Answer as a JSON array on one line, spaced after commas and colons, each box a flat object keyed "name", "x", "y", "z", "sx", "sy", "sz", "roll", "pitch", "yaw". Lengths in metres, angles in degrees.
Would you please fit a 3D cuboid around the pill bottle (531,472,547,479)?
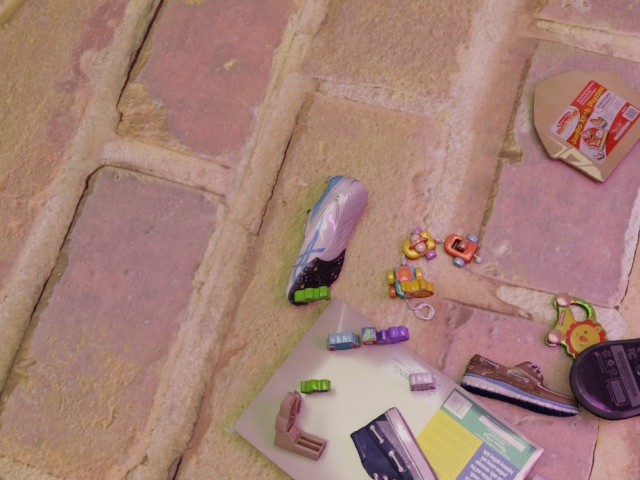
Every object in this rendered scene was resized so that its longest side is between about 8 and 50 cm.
[{"name": "pill bottle", "x": 0.357, "y": 0.397, "z": 1.416, "sx": 0.120, "sy": 0.067, "sz": 0.067, "roll": 33, "pitch": 78, "yaw": 17}]

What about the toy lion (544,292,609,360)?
[{"name": "toy lion", "x": 0.409, "y": 0.142, "z": 1.522, "sx": 0.096, "sy": 0.034, "sz": 0.100, "roll": 15, "pitch": 73, "yaw": 6}]

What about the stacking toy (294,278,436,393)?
[{"name": "stacking toy", "x": 0.072, "y": 0.152, "z": 1.500, "sx": 0.221, "sy": 0.052, "sz": 0.167, "roll": -5, "pitch": 68, "yaw": 8}]

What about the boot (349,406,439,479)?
[{"name": "boot", "x": 0.120, "y": 0.346, "z": 1.418, "sx": 0.086, "sy": 0.069, "sz": 0.190, "roll": -32, "pitch": 61, "yaw": 4}]

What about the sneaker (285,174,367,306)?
[{"name": "sneaker", "x": 0.000, "y": 0.000, "z": 1.608, "sx": 0.086, "sy": 0.085, "sz": 0.237, "roll": 17, "pitch": 75, "yaw": 41}]

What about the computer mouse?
[{"name": "computer mouse", "x": 0.503, "y": 0.213, "z": 1.466, "sx": 0.272, "sy": 0.072, "sz": 0.189, "roll": -6, "pitch": 67, "yaw": -7}]

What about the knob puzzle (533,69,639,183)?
[{"name": "knob puzzle", "x": 0.448, "y": -0.209, "z": 1.640, "sx": 0.213, "sy": 0.030, "sz": 0.213, "roll": -2, "pitch": 71, "yaw": 7}]

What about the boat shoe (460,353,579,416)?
[{"name": "boat shoe", "x": 0.312, "y": 0.220, "z": 1.486, "sx": 0.183, "sy": 0.066, "sz": 0.066, "roll": 16, "pitch": 72, "yaw": 13}]

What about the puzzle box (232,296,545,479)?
[{"name": "puzzle box", "x": 0.101, "y": 0.311, "z": 1.490, "sx": 0.409, "sy": 0.052, "sz": 0.272, "roll": 36, "pitch": 78, "yaw": 18}]

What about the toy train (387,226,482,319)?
[{"name": "toy train", "x": 0.182, "y": 0.040, "z": 1.579, "sx": 0.125, "sy": 0.046, "sz": 0.166, "roll": 32, "pitch": 77, "yaw": 17}]

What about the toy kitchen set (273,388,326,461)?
[{"name": "toy kitchen set", "x": -0.021, "y": 0.272, "z": 1.461, "sx": 0.075, "sy": 0.083, "sz": 0.068, "roll": 18, "pitch": 33, "yaw": 14}]
